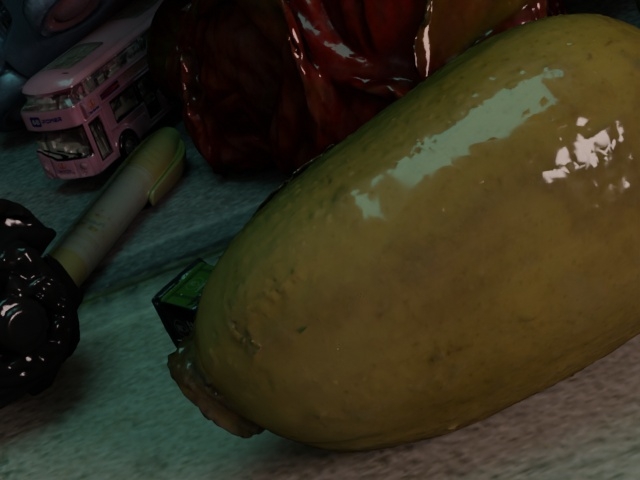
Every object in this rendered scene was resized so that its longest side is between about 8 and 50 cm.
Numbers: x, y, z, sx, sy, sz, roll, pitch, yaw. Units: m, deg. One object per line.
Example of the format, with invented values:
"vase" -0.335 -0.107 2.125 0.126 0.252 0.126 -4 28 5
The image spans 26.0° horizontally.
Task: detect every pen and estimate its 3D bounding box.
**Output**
"pen" -0.137 -0.015 0.921 0.040 0.032 0.233 13 35 10

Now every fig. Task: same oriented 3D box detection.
"fig" -0.068 -0.148 1.066 0.109 0.103 0.154 11 8 12

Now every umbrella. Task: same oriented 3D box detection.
"umbrella" -0.251 0.033 0.840 0.118 0.118 0.340 -35 21 -31

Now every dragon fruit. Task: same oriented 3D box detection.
"dragon fruit" 0.038 -0.122 0.911 0.330 0.240 0.302 -29 47 31

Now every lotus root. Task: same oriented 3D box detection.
"lotus root" 0.074 -0.004 0.605 0.303 0.146 0.131 -32 42 -4

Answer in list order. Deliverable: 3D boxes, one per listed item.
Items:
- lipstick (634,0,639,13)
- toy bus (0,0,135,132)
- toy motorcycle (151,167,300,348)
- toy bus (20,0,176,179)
"lipstick" 0.327 -0.208 0.933 0.241 0.080 0.080 -22 25 -6
"toy bus" -0.216 -0.248 1.182 0.231 0.197 0.294 -26 -17 -39
"toy motorcycle" 0.000 0.000 0.749 0.100 0.058 0.173 11 45 45
"toy bus" -0.151 -0.124 1.078 0.063 0.090 0.203 -2 31 31
